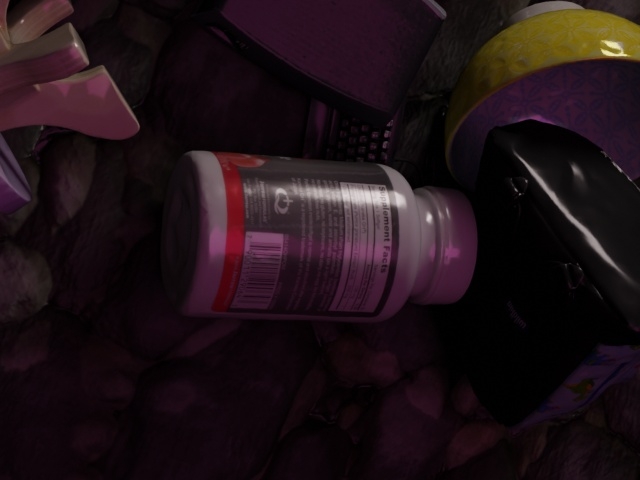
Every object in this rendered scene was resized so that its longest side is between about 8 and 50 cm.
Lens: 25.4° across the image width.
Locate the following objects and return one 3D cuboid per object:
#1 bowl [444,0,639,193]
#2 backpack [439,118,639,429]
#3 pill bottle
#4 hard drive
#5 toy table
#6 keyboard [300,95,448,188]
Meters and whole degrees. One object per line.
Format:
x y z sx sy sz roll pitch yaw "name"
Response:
0.274 -0.181 1.636 0.289 0.289 0.156 11 55 -30 "bowl"
0.264 0.067 1.621 0.273 0.290 0.355 -13 147 -35 "backpack"
0.000 0.000 1.527 0.318 0.176 0.176 3 102 -21 "pill bottle"
0.007 -0.246 1.539 0.254 0.054 0.172 28 89 -21 "hard drive"
-0.301 -0.172 1.321 0.161 0.252 0.274 -31 128 0 "toy table"
0.071 -0.096 1.644 0.201 0.033 0.317 3 102 -29 "keyboard"
